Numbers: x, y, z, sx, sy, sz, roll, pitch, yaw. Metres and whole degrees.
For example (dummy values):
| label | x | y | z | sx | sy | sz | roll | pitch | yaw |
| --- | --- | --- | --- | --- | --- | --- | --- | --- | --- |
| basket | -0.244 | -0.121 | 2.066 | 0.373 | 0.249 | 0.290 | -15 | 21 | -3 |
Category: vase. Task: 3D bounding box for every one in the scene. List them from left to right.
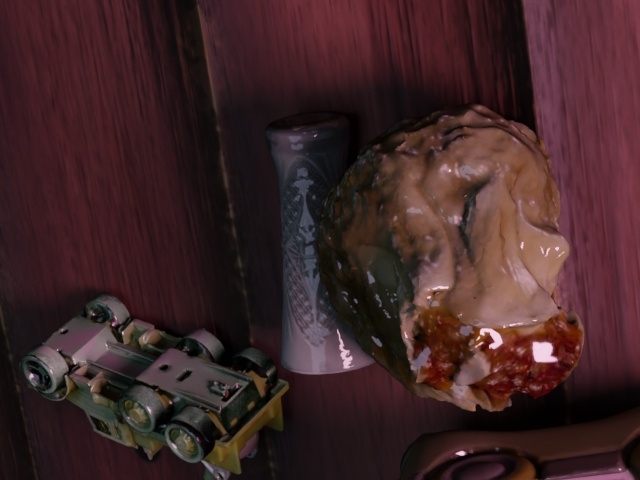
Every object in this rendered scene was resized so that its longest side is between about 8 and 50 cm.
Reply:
| label | x | y | z | sx | sy | sz | roll | pitch | yaw |
| --- | --- | --- | --- | --- | --- | --- | --- | --- | --- |
| vase | 0.000 | 0.000 | 1.572 | 0.096 | 0.096 | 0.219 | 4 | 108 | 35 |

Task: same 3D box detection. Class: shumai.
| label | x | y | z | sx | sy | sz | roll | pitch | yaw |
| --- | --- | --- | --- | --- | --- | --- | --- | --- | --- |
| shumai | 0.099 | 0.036 | 1.422 | 0.189 | 0.218 | 0.256 | 1 | 119 | -8 |

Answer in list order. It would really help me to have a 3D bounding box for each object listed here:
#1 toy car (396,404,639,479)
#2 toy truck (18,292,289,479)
| label | x | y | z | sx | sy | sz | roll | pitch | yaw |
| --- | --- | --- | --- | --- | --- | --- | --- | --- | --- |
| toy car | 0.237 | 0.247 | 1.451 | 0.336 | 0.226 | 0.242 | -11 | 103 | 11 |
| toy truck | -0.164 | 0.158 | 1.737 | 0.259 | 0.128 | 0.135 | 21 | 133 | 27 |
